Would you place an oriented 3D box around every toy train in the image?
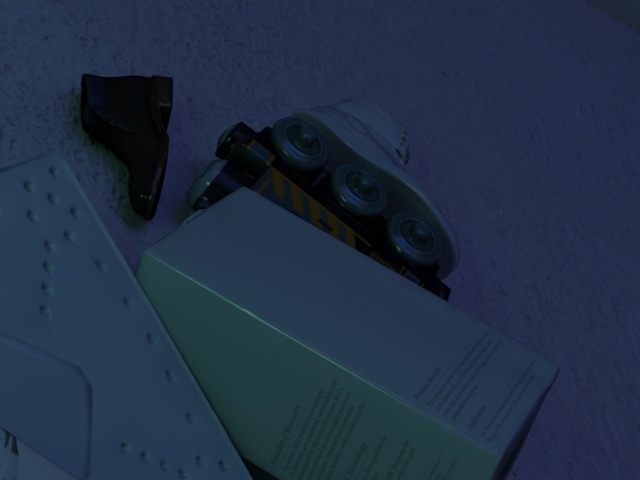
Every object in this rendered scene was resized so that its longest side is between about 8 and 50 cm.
[{"bbox_3d":[0.000,0.000,1.647,0.334,0.142,0.190,39,40,-3],"label":"toy train"}]

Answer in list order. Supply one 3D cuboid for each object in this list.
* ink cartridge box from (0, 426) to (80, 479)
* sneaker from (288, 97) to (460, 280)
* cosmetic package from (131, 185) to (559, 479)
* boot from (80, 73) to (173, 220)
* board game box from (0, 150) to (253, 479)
[{"bbox_3d":[-0.256,0.197,0.941,0.218,0.092,0.158,42,36,-34],"label":"ink cartridge box"},{"bbox_3d":[0.101,-0.082,1.886,0.292,0.108,0.169,46,34,11],"label":"sneaker"},{"bbox_3d":[0.011,0.122,1.380,0.385,0.156,0.217,29,28,14],"label":"cosmetic package"},{"bbox_3d":[-0.226,-0.109,1.606,0.106,0.082,0.219,9,43,-11],"label":"boot"},{"bbox_3d":[-0.243,0.145,1.155,0.390,0.050,0.390,60,31,-1],"label":"board game box"}]
